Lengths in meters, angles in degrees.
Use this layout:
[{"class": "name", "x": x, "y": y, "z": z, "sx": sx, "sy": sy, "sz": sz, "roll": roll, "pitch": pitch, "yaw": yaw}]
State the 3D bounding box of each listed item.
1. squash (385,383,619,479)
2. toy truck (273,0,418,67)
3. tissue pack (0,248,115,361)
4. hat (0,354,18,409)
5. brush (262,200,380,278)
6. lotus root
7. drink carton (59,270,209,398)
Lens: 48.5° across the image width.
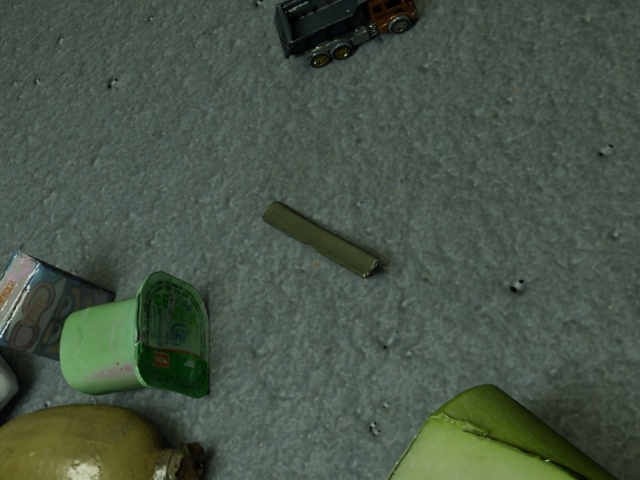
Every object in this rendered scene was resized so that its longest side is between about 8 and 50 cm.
[{"class": "squash", "x": 0.206, "y": 0.310, "z": 0.619, "sx": 0.309, "sy": 0.210, "sz": 0.234, "roll": 41, "pitch": 109, "yaw": 32}, {"class": "toy truck", "x": 0.031, "y": -0.315, "z": 0.984, "sx": 0.192, "sy": 0.092, "sz": 0.083, "roll": -21, "pitch": 64, "yaw": 11}, {"class": "tissue pack", "x": -0.360, "y": 0.091, "z": 0.934, "sx": 0.065, "sy": 0.155, "sz": 0.116, "roll": 21, "pitch": 79, "yaw": 27}, {"class": "hat", "x": -0.489, "y": 0.191, "z": 0.947, "sx": 0.203, "sy": 0.203, "sz": 0.126, "roll": 37, "pitch": 70, "yaw": 27}, {"class": "brush", "x": 0.000, "y": 0.000, "z": 0.915, "sx": 0.190, "sy": 0.027, "sz": 0.034, "roll": 29, "pitch": 78, "yaw": 34}, {"class": "lotus root", "x": -0.296, "y": 0.271, "z": 0.854, "sx": 0.303, "sy": 0.131, "sz": 0.146, "roll": -5, "pitch": 70, "yaw": 18}, {"class": "drink carton", "x": -0.236, "y": 0.127, "z": 0.890, "sx": 0.142, "sy": 0.146, "sz": 0.144, "roll": -13, "pitch": 65, "yaw": 24}]
